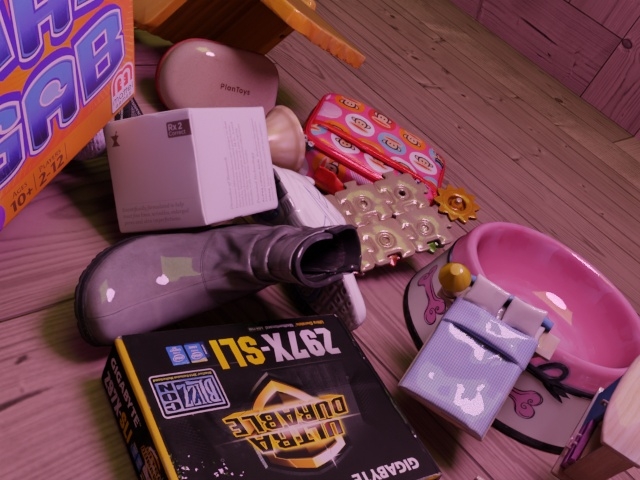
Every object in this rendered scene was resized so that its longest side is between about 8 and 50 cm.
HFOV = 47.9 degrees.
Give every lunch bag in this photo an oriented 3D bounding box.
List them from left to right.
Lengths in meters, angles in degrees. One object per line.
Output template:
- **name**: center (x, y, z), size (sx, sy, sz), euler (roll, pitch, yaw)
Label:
- **lunch bag**: center (0.088, -0.141, 1.381), size (0.293, 0.120, 0.258), euler (29, 37, -4)

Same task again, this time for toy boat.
- **toy boat**: center (-0.202, -0.293, 1.358), size (0.231, 0.151, 0.151), euler (6, 9, -34)

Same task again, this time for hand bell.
- **hand bell**: center (-0.159, -0.152, 1.228), size (0.241, 0.126, 0.126), euler (-16, 53, -34)

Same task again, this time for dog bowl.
- **dog bowl**: center (0.350, 0.132, 1.179), size (0.407, 0.150, 0.408), euler (21, 34, -15)

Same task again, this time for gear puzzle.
- **gear puzzle**: center (0.125, -0.035, 1.238), size (0.338, 0.044, 0.176), euler (-17, 60, -24)

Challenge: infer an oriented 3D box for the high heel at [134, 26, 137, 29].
- **high heel**: center (-0.464, -0.434, 1.311), size (0.181, 0.127, 0.377), euler (23, 28, 9)

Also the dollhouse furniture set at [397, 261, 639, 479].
- **dollhouse furniture set**: center (0.219, 0.183, 0.869), size (0.303, 0.198, 0.286), euler (33, 68, 17)

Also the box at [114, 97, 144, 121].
- **box**: center (-0.278, -0.143, 1.098), size (0.029, 0.116, 0.162), euler (-18, 42, 3)

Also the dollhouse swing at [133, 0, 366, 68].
- **dollhouse swing**: center (-0.146, -0.388, 1.373), size (0.305, 0.315, 0.346), euler (60, 20, 12)

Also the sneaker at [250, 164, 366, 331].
- **sneaker**: center (0.000, 0.000, 1.088), size (0.129, 0.111, 0.297), euler (-4, 59, -44)

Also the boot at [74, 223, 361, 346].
- **boot**: center (-0.107, 0.033, 0.873), size (0.222, 0.118, 0.338), euler (-2, 17, 34)

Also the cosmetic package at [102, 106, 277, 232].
- **cosmetic package**: center (-0.175, -0.101, 1.002), size (0.151, 0.152, 0.183), euler (-4, 8, 29)

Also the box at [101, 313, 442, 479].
- **box**: center (-0.054, 0.211, 0.818), size (0.321, 0.079, 0.257), euler (-1, 42, -39)

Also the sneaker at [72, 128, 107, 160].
- **sneaker**: center (-0.393, -0.267, 1.140), size (0.366, 0.137, 0.210), euler (41, 37, 23)

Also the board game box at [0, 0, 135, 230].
- **board game box**: center (-0.447, -0.260, 0.761), size (0.356, 0.357, 0.356), euler (24, 50, 6)
